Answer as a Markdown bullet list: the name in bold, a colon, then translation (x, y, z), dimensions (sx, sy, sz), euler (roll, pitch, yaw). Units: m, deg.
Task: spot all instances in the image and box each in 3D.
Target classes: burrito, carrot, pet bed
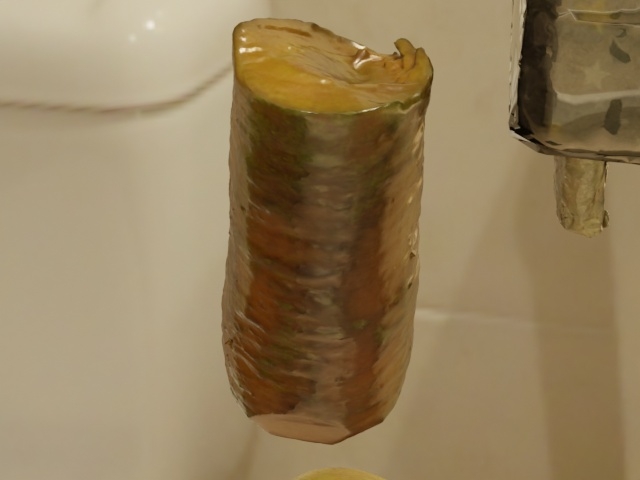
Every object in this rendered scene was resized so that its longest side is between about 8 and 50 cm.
- **burrito**: translation (0.166, -0.075, 1.076), dimensions (0.042, 0.171, 0.051), euler (-12, 40, -13)
- **carrot**: translation (0.000, 0.000, 0.921), dimensions (0.114, 0.301, 0.114), euler (1, 51, -2)
- **pet bed**: translation (0.181, -0.156, 0.870), dimensions (0.159, 0.210, 0.183), euler (4, 41, 4)

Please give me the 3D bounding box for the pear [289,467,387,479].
- **pear**: translation (0.014, 0.293, 1.442), dimensions (0.209, 0.208, 0.209), euler (-4, 30, 2)
